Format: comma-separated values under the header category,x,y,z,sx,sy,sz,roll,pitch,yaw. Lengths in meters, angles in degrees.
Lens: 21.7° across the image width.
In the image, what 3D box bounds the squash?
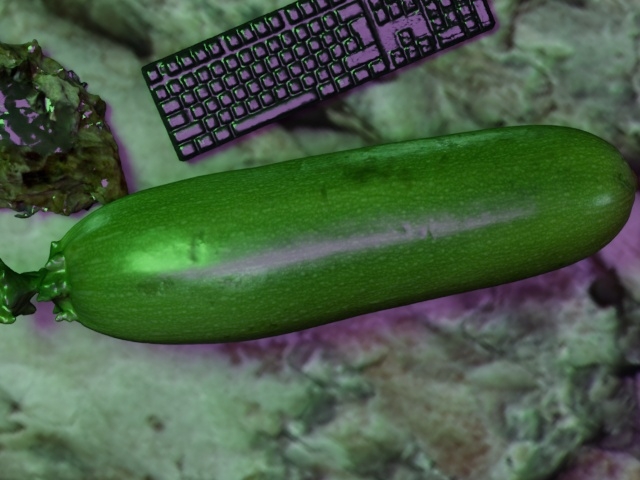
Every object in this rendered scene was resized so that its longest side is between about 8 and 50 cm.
category,x,y,z,sx,sy,sz,roll,pitch,yaw
squash,0.000,0.000,0.951,0.378,0.101,0.101,-8,98,-5

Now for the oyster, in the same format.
category,x,y,z,sx,sy,sz,roll,pitch,yaw
oyster,-0.172,-0.061,0.946,0.148,0.051,0.103,20,102,-19

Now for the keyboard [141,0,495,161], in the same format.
category,x,y,z,sx,sy,sz,roll,pitch,yaw
keyboard,0.000,-0.113,0.977,0.204,0.013,0.061,-23,100,-3
